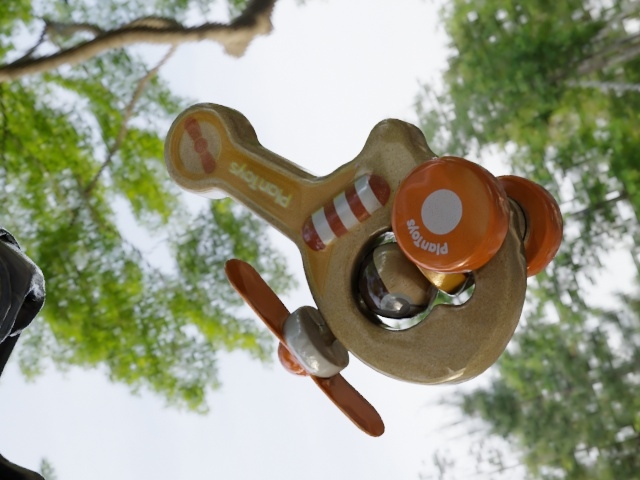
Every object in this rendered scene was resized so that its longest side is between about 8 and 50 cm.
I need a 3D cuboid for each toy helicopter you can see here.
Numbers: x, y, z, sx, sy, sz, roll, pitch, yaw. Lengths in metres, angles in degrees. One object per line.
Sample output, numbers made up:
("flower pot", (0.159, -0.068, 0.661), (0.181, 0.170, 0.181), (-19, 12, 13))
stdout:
("toy helicopter", (0.000, 0.000, 0.902), (0.355, 0.235, 0.140), (31, -167, 29))

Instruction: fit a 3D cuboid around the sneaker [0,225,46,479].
("sneaker", (-0.180, -0.003, 0.462), (0.111, 0.121, 0.300), (-148, 51, -83))
